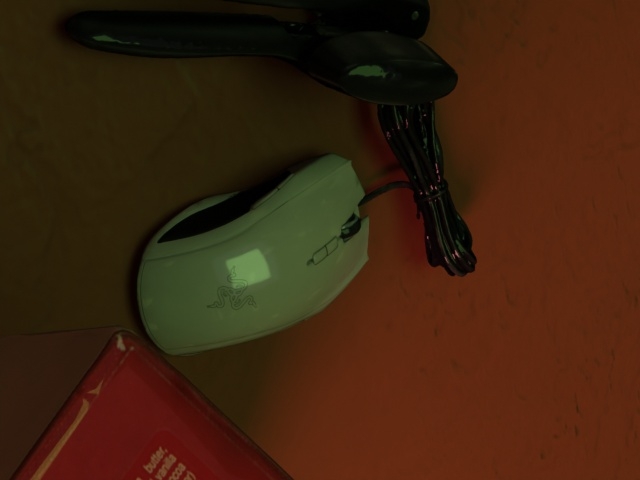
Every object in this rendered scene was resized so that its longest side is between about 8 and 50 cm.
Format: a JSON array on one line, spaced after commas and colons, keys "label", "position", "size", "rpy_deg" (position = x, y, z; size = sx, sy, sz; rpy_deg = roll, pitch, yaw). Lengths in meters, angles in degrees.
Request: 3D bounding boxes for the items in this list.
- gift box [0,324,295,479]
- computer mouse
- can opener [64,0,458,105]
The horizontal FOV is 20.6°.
[{"label": "gift box", "position": [-0.105, 0.202, 0.589], "size": [0.276, 0.258, 0.255], "rpy_deg": [51, 61, -21]}, {"label": "computer mouse", "position": [0.000, 0.000, 0.806], "size": [0.193, 0.042, 0.106], "rpy_deg": [-29, 118, -37]}, {"label": "can opener", "position": [-0.024, -0.099, 0.756], "size": [0.186, 0.073, 0.059], "rpy_deg": [7, 101, -35]}]
